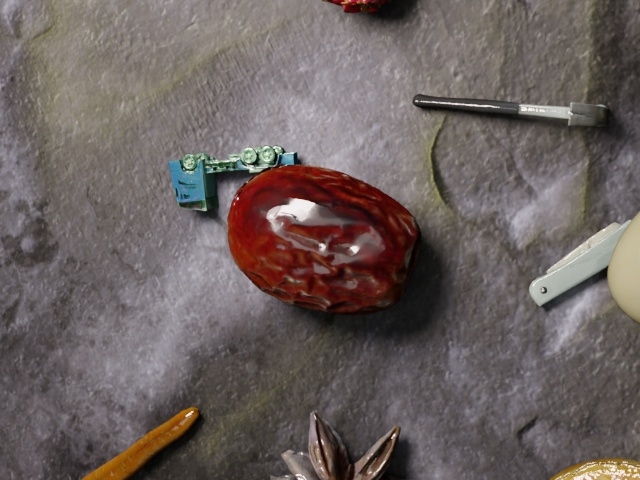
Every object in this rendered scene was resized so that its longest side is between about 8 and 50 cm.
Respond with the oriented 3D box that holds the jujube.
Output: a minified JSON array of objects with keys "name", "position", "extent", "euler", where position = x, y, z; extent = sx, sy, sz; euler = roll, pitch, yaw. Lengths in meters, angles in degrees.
[{"name":"jujube","position":[0.000,0.000,1.078],"extent":[0.243,0.183,0.183],"euler":[19,97,13]}]

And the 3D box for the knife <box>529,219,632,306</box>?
[{"name":"knife","position":[0.337,0.026,1.072],"extent":[0.162,0.023,0.044],"euler":[-34,87,13]}]

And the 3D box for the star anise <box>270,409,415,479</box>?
[{"name":"star anise","position":[0.031,0.335,1.135],"extent":[0.236,0.093,0.229],"euler":[-15,95,18]}]

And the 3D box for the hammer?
[{"name":"hammer","position":[0.233,-0.167,1.060],"extent":[0.246,0.103,0.029],"euler":[9,101,21]}]

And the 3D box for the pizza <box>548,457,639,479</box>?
[{"name":"pizza","position":[0.365,0.340,1.056],"extent":[0.175,0.046,0.134],"euler":[1,78,28]}]

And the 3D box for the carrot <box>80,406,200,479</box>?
[{"name":"carrot","position":[-0.270,0.317,1.229],"extent":[0.248,0.043,0.043],"euler":[-37,84,12]}]

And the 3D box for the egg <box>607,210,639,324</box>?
[{"name":"egg","position":[0.450,0.018,0.961],"extent":[0.242,0.186,0.186],"euler":[-31,85,21]}]

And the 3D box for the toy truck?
[{"name":"toy truck","position":[-0.116,-0.086,1.161],"extent":[0.175,0.067,0.081],"euler":[-5,98,11]}]

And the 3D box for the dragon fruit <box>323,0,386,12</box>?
[{"name":"dragon fruit","position":[0.041,-0.367,1.077],"extent":[0.133,0.136,0.166],"euler":[-30,55,-16]}]
